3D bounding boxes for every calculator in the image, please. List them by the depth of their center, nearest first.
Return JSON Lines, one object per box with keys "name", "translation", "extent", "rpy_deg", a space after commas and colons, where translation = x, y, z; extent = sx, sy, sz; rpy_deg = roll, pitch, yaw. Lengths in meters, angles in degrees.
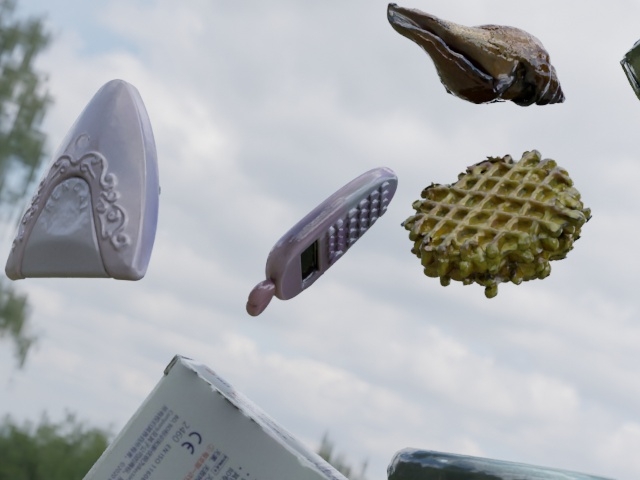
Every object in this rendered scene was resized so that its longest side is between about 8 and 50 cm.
{"name": "calculator", "translation": [0.000, 0.000, 1.223], "extent": [0.024, 0.166, 0.103], "rpy_deg": [45, -16, 16]}

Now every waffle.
{"name": "waffle", "translation": [0.191, -0.021, 1.646], "extent": [0.197, 0.193, 0.070], "rpy_deg": [-120, -174, -56]}

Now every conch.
{"name": "conch", "translation": [0.159, -0.181, 1.549], "extent": [0.232, 0.086, 0.080], "rpy_deg": [1, -27, -29]}

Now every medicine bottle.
{"name": "medicine bottle", "translation": [-0.076, 0.195, 0.884], "extent": [0.171, 0.201, 0.052], "rpy_deg": [36, -1, 14]}

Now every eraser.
{"name": "eraser", "translation": [-0.258, -0.071, 1.693], "extent": [0.204, 0.243, 0.059], "rpy_deg": [-2, -21, 37]}

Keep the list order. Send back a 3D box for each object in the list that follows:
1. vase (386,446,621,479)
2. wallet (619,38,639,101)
{"name": "vase", "translation": [0.113, 0.301, 1.083], "extent": [0.245, 0.291, 0.245], "rpy_deg": [7, -6, 1]}
{"name": "wallet", "translation": [0.323, -0.139, 1.357], "extent": [0.110, 0.039, 0.155], "rpy_deg": [51, -5, 1]}
